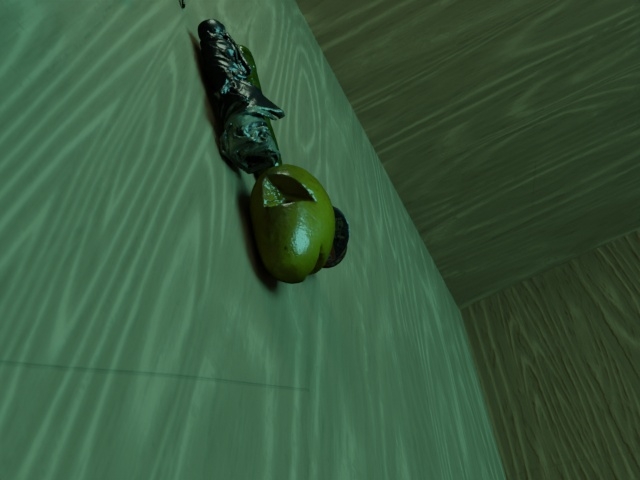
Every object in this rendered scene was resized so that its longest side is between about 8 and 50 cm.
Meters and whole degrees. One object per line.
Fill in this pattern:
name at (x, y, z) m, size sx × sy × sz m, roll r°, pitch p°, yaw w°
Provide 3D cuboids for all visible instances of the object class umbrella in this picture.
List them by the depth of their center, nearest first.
umbrella at (-0.157, -0.282, 1.697) m, size 0.113 × 0.106 × 0.357 m, roll 25°, pitch 37°, yaw -48°

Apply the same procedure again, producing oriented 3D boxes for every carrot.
carrot at (-0.130, -0.232, 1.810) m, size 0.074 × 0.074 × 0.358 m, roll 42°, pitch 28°, yaw -62°

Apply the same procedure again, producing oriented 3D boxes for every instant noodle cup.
instant noodle cup at (0.002, 0.001, 1.791) m, size 0.135 × 0.127 × 0.127 m, roll 58°, pitch 9°, yaw -75°

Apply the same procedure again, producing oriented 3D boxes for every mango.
mango at (-0.050, -0.026, 1.573) m, size 0.167 × 0.130 × 0.262 m, roll 50°, pitch 22°, yaw -36°

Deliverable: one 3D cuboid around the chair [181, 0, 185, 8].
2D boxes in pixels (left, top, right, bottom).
chair at (-0.277, -0.577, 1.835) m, size 0.095 × 0.104 × 0.221 m, roll 32°, pitch 33°, yaw -38°
